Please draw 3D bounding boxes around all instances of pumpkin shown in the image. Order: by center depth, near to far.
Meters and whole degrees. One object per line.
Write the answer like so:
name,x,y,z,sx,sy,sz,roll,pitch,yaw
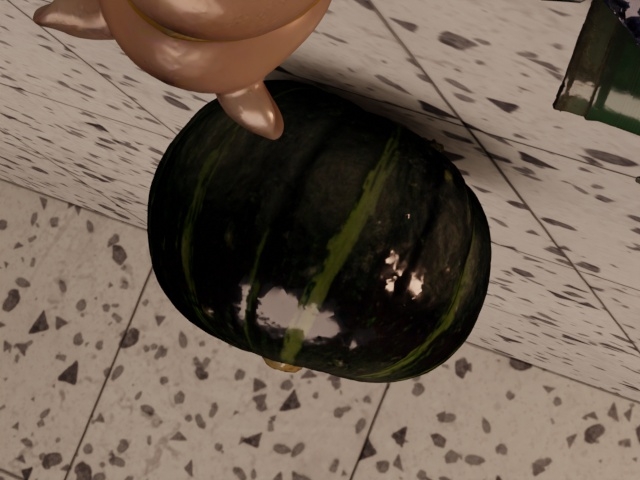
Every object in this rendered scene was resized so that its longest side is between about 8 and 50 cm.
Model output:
pumpkin,0.000,0.000,1.602,0.323,0.241,0.323,24,173,3

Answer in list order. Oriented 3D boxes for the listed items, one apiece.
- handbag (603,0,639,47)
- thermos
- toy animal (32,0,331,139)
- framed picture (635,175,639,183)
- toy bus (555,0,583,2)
handbag,0.212,-0.104,0.773,0.162,0.113,0.260,6,156,42
thermos,0.234,-0.077,1.040,0.188,0.073,0.083,21,171,6
toy animal,-0.056,-0.165,1.020,0.165,0.149,0.248,37,161,1
framed picture,0.405,0.000,1.296,0.232,0.019,0.296,23,173,-34
toy bus,0.002,-0.204,0.480,0.194,0.162,0.323,11,165,44
